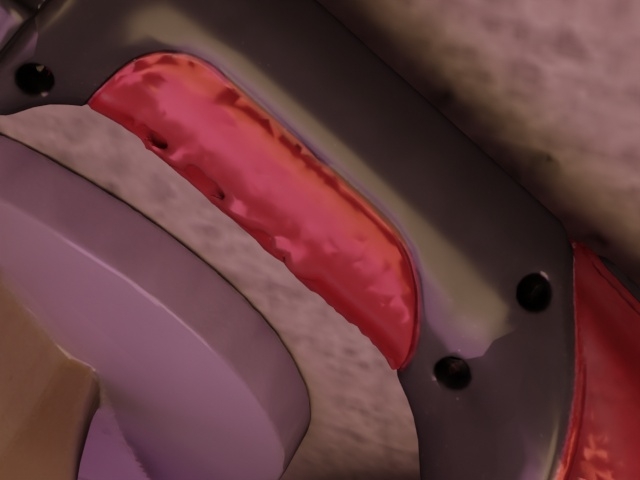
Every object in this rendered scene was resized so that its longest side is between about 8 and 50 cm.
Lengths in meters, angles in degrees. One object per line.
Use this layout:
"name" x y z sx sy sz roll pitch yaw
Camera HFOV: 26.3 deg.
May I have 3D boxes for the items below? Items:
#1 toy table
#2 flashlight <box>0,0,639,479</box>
"toy table" -0.159 0.070 0.509 0.274 0.161 0.252 15 139 18
"flashlight" 0.000 0.000 0.375 0.304 0.103 0.103 39 141 -11
